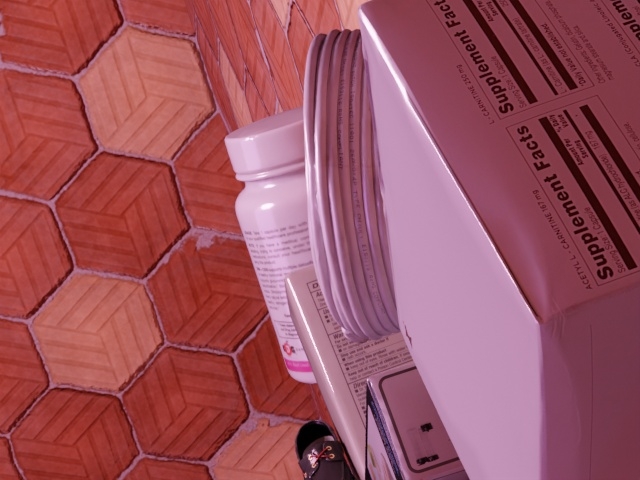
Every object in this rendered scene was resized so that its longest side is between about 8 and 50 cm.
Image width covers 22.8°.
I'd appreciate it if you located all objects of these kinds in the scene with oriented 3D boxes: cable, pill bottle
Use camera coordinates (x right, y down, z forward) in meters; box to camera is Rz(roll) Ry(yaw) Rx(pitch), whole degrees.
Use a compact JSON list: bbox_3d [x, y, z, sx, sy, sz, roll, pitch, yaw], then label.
[{"bbox_3d":[0.045,-0.047,1.301,0.257,0.089,0.257,29,-123,-78],"label":"cable"},{"bbox_3d":[0.000,0.000,1.750,0.160,0.160,0.283,-140,32,-76],"label":"pill bottle"}]

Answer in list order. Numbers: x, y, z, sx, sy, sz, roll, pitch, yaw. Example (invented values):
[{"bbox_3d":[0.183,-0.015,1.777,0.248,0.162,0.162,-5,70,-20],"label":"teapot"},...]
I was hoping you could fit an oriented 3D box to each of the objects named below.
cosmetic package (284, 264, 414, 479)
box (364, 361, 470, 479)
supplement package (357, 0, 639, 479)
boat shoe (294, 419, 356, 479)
[{"bbox_3d":[0.092,0.158,1.497,0.113,0.160,0.309,86,164,-65],"label":"cosmetic package"},{"bbox_3d":[0.126,0.164,1.244,0.290,0.169,0.087,85,166,-67],"label":"box"},{"bbox_3d":[0.140,-0.002,0.567,0.194,0.203,0.149,79,169,-51],"label":"supplement package"},{"bbox_3d":[0.002,0.211,1.491,0.042,0.049,0.133,64,-179,-20],"label":"boat shoe"}]
